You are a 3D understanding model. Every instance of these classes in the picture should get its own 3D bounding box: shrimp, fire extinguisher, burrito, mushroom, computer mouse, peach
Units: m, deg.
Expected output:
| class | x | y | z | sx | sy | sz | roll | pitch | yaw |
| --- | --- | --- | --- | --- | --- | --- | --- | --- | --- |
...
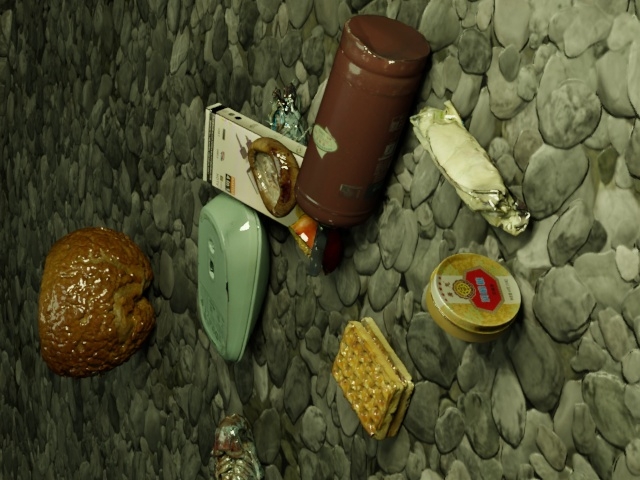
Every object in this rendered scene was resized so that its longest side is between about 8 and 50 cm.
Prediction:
| class | x | y | z | sx | sy | sz | roll | pitch | yaw |
| --- | --- | --- | --- | --- | --- | --- | --- | --- | --- |
| shrimp | -0.132 | 0.398 | 2.071 | 0.090 | 0.079 | 0.232 | -5 | 89 | 25 |
| fire extinguisher | 0.039 | -0.117 | 1.653 | 0.135 | 0.114 | 0.337 | -75 | 3 | -55 |
| burrito | 0.171 | -0.085 | 1.466 | 0.058 | 0.063 | 0.229 | -45 | 45 | 19 |
| mushroom | -0.060 | -0.091 | 1.777 | 0.123 | 0.052 | 0.123 | 49 | 150 | 43 |
| computer mouse | -0.133 | 0.054 | 2.031 | 0.159 | 0.097 | 0.288 | -131 | 36 | -49 |
| peach | -0.001 | -0.001 | 1.792 | 0.098 | 0.061 | 0.098 | 48 | 176 | 5 |
| shrimp | -0.041 | -0.151 | 1.894 | 0.076 | 0.082 | 0.174 | 8 | 112 | 22 |

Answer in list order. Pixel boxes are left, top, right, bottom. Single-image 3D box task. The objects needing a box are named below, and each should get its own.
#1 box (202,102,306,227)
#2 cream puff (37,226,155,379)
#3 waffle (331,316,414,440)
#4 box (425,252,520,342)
| class | x | y | z | sx | sy | sz | roll | pitch | yaw |
| --- | --- | --- | --- | --- | --- | --- | --- | --- | --- |
| box | -0.081 | -0.103 | 1.870 | 0.247 | 0.033 | 0.129 | 28 | 127 | 34 |
| cream puff | -0.430 | 0.121 | 2.480 | 0.303 | 0.212 | 0.303 | 3 | -90 | -80 |
| waffle | 0.069 | 0.184 | 1.696 | 0.148 | 0.042 | 0.102 | 55 | 136 | 47 |
| box | 0.171 | 0.065 | 1.424 | 0.037 | 0.106 | 0.105 | 111 | 146 | -48 |
